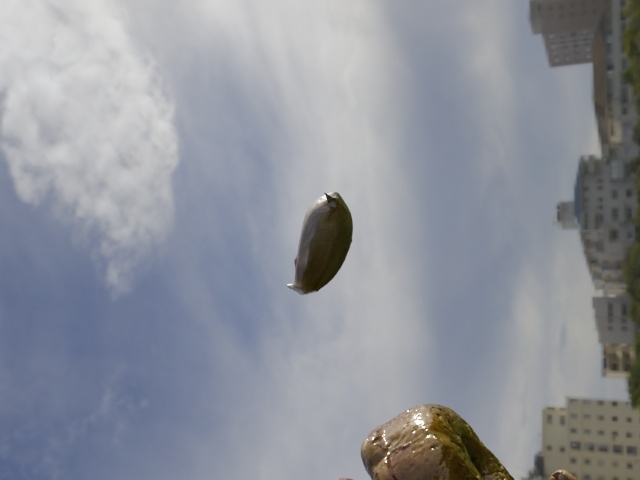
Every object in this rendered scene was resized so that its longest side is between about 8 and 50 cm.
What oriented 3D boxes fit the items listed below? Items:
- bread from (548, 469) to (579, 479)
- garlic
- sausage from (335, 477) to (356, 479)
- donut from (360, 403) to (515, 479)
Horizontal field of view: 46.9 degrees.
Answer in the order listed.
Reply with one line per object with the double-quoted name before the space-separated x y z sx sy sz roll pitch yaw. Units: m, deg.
"bread" 0.484 0.508 1.454 0.024 0.110 0.110 5 -97 -29
"garlic" 0.006 -0.011 1.238 0.128 0.091 0.198 -50 -18 -61
"sausage" 0.075 0.769 2.145 0.254 0.148 0.148 77 -158 -61
"donut" 0.201 0.388 1.146 0.299 0.150 0.317 45 -171 -20
